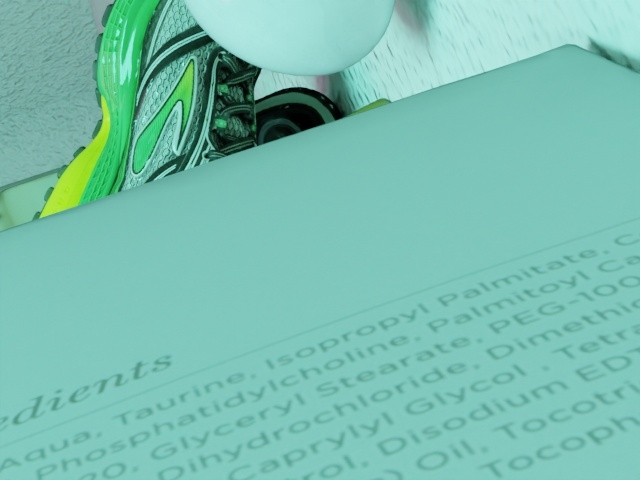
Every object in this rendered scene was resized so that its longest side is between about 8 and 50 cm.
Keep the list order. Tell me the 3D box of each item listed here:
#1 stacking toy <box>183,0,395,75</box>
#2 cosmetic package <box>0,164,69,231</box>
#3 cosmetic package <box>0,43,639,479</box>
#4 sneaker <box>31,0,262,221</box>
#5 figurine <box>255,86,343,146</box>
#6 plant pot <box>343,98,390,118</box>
[{"bbox_3d":[-0.112,-0.296,0.786,0.480,0.350,0.350,52,172,-3],"label":"stacking toy"},{"bbox_3d":[-0.165,-0.010,1.390,0.113,0.309,0.160,-162,53,-78],"label":"cosmetic package"},{"bbox_3d":[0.044,0.169,0.458,0.393,0.327,0.329,-131,24,-66],"label":"cosmetic package"},{"bbox_3d":[-0.078,-0.069,1.028,0.146,0.134,0.343,24,97,36],"label":"sneaker"},{"bbox_3d":[0.000,0.000,1.194,0.209,0.092,0.215,82,167,-85],"label":"figurine"},{"bbox_3d":[0.017,-0.014,0.977,0.134,0.095,0.134,160,90,-82],"label":"plant pot"}]
